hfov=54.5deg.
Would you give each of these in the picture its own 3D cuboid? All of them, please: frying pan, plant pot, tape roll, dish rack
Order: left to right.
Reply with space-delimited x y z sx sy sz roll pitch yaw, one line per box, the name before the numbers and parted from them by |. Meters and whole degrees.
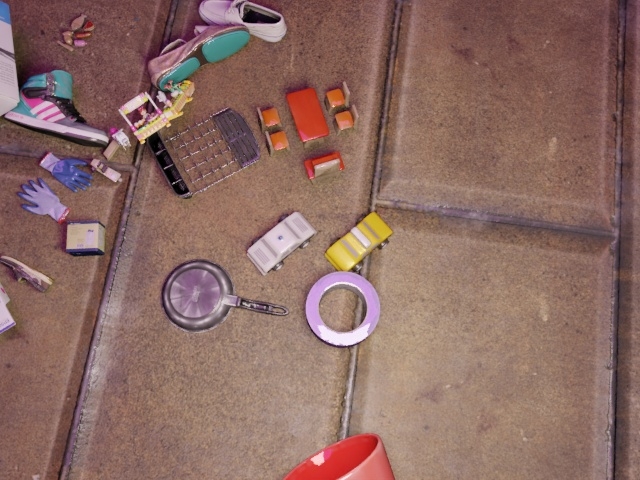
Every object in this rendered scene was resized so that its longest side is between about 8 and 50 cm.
dish rack | -0.311 -0.250 1.708 0.272 0.074 0.208 -29 78 -8
frying pan | -0.268 0.174 1.614 0.326 0.053 0.197 31 78 10
tape roll | 0.056 0.178 1.597 0.189 0.080 0.188 0 76 -1
plant pot | 0.070 0.611 1.402 0.275 0.275 0.243 -26 87 -7

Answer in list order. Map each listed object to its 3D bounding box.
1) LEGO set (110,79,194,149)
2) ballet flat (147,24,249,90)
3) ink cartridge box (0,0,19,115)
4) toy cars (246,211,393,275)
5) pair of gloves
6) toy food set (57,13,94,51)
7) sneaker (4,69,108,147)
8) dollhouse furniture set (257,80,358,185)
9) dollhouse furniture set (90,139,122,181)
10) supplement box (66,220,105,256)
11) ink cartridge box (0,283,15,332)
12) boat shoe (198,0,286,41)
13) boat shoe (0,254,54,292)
LEGO set | -0.446 -0.369 1.672 0.287 0.132 0.107 -47 125 -22
ballet flat | -0.356 -0.549 1.773 0.316 0.107 0.106 -32 71 -10
ink cartridge box | -0.953 -0.484 1.688 0.223 0.129 0.307 -20 74 26
toy cars | 0.000 0.000 1.638 0.394 0.087 0.176 0 75 -1
pair of gloves | -0.723 -0.150 1.703 0.159 0.023 0.198 32 78 6
toy food set | -0.709 -0.604 1.825 0.078 0.019 0.122 33 70 7
sneaker | -0.704 -0.371 1.715 0.296 0.124 0.178 17 85 5
dollhouse furniture set | -0.019 -0.295 1.690 0.262 0.135 0.258 -18 76 -5
dollhouse furniture set | -0.559 -0.220 1.700 0.081 0.091 0.114 32 74 -8
supplement box | -0.621 -0.005 1.648 0.084 0.056 0.083 -2 75 -1
ink cartridge box | -0.939 0.115 1.609 0.176 0.069 0.370 -33 76 -9
boat shoe | -0.229 -0.655 1.805 0.268 0.088 0.096 22 74 5
boat shoe | -0.775 0.087 1.622 0.152 0.056 0.049 25 71 6
